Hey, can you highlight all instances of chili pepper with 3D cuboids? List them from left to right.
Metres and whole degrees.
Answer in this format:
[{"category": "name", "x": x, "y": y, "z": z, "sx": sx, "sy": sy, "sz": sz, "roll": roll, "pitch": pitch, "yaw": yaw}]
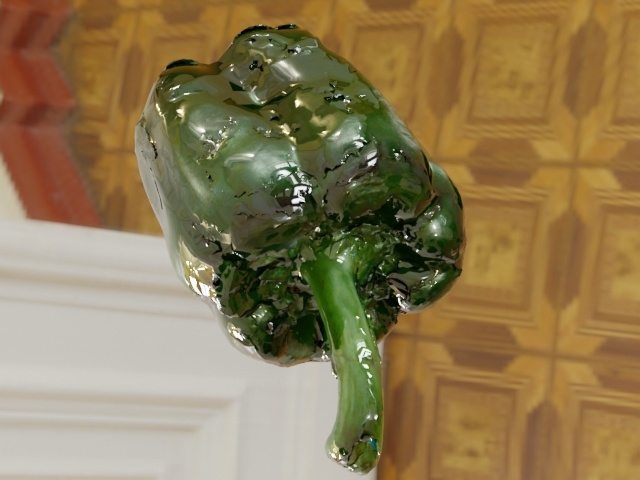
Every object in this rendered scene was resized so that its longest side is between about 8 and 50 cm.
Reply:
[{"category": "chili pepper", "x": 0.000, "y": 0.000, "z": 0.932, "sx": 0.261, "sy": 0.165, "sz": 0.174, "roll": 57, "pitch": 168, "yaw": 36}]
